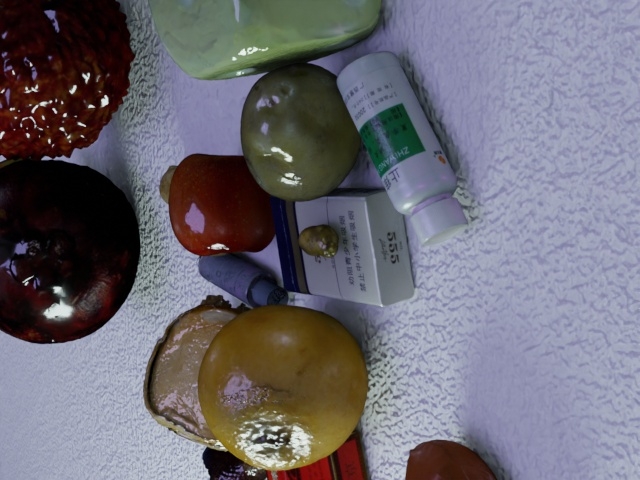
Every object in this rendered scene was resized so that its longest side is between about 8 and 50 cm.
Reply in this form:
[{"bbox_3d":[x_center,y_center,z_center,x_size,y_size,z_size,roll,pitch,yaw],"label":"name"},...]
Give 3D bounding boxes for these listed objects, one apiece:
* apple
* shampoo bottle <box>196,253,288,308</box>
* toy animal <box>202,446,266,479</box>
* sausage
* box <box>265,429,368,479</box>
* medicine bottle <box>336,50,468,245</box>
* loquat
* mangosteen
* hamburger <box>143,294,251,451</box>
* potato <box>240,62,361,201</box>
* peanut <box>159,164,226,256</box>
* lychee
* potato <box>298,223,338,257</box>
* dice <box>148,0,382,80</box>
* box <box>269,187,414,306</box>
[{"bbox_3d":[-0.157,-0.057,1.906,0.181,0.181,0.168,5,94,56],"label":"apple"},{"bbox_3d":[-0.132,0.070,2.023,0.214,0.072,0.072,26,124,50],"label":"shampoo bottle"},{"bbox_3d":[-0.156,0.441,2.171,0.218,0.116,0.179,62,147,30],"label":"toy animal"},{"bbox_3d":[0.206,0.388,1.594,0.258,0.133,0.133,64,146,23],"label":"sausage"},{"bbox_3d":[-0.013,0.383,1.971,0.240,0.074,0.153,2,108,58],"label":"box"},{"bbox_3d":[0.112,-0.121,1.547,0.260,0.095,0.095,64,146,14],"label":"medicine bottle"},{"bbox_3d":[-0.057,0.222,1.795,0.263,0.263,0.263,29,126,48],"label":"loquat"},{"bbox_3d":[-0.549,-0.002,2.374,0.421,0.381,0.381,-94,11,-57],"label":"mangosteen"},{"bbox_3d":[-0.185,0.224,2.014,0.286,0.243,0.146,69,-170,23],"label":"hamburger"},{"bbox_3d":[-0.029,-0.153,1.645,0.160,0.235,0.177,3,69,25],"label":"potato"},{"bbox_3d":[-0.218,-0.060,2.069,0.229,0.098,0.103,56,132,31],"label":"peanut"},{"bbox_3d":[-0.560,-0.355,2.153,0.424,0.425,0.500,57,162,25],"label":"lychee"},{"bbox_3d":[0.000,0.000,1.681,0.045,0.046,0.092,46,163,-20],"label":"potato"},{"bbox_3d":[-0.080,-0.363,1.587,0.254,0.250,0.252,-6,99,57],"label":"dice"},{"bbox_3d":[0.027,0.005,1.749,0.259,0.071,0.168,7,109,56],"label":"box"}]
